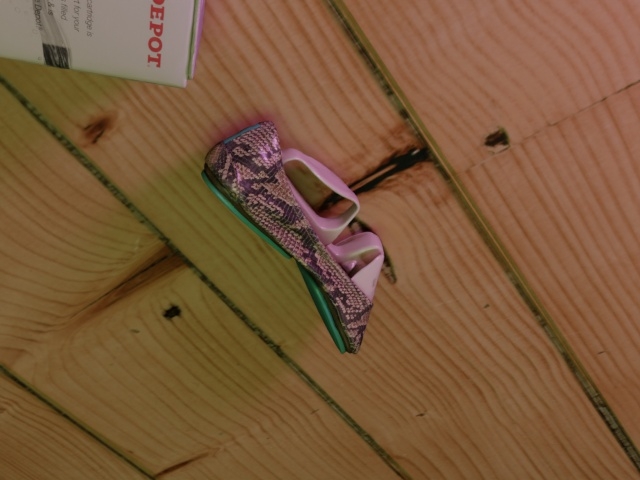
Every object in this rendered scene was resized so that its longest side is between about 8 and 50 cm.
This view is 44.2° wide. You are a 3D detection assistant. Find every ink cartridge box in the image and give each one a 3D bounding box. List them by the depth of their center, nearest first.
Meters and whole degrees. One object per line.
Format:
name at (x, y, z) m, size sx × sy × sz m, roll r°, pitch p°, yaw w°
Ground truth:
ink cartridge box at (-0.333, -0.376, 0.972) m, size 0.395 × 0.166 × 0.285 m, roll 9°, pitch 130°, yaw -7°

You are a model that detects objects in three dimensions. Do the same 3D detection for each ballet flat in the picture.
ballet flat at (0.000, 0.000, 1.312) m, size 0.182 × 0.164 × 0.482 m, roll -35°, pitch 123°, yaw 1°
